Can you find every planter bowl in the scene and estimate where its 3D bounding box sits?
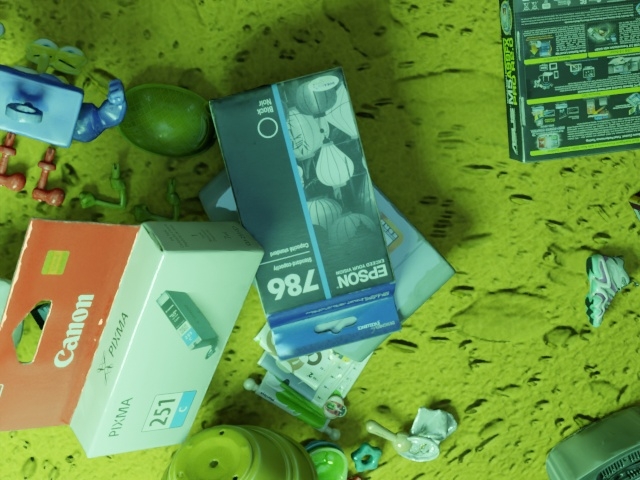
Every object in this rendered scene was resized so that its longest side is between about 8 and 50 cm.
[{"bbox_3d":[-0.117,0.291,1.295,0.217,0.217,0.090,-23,133,-4],"label":"planter bowl"}]

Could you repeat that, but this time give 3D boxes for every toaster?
[{"bbox_3d":[0.409,0.308,1.422,0.227,0.146,0.129,-28,104,-2],"label":"toaster"}]

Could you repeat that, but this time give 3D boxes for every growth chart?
[{"bbox_3d":[0.001,0.123,1.391,0.172,0.021,0.237,27,95,-11],"label":"growth chart"}]

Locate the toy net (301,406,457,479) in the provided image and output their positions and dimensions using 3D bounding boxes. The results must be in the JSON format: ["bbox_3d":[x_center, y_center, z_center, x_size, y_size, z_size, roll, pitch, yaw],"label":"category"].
[{"bbox_3d":[0.079,0.291,1.412,0.232,0.045,0.122,-12,116,-12],"label":"toy net"}]

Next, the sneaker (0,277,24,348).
[{"bbox_3d":[-0.408,0.132,1.290,0.080,0.094,0.212,14,107,-17],"label":"sneaker"}]

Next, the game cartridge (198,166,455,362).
[{"bbox_3d":[0.000,0.000,1.335,0.198,0.062,0.297,-44,96,-3],"label":"game cartridge"}]

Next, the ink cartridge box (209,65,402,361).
[{"bbox_3d":[-0.013,-0.026,1.275,0.165,0.065,0.333,-16,97,-3],"label":"ink cartridge box"}]

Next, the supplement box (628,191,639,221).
[{"bbox_3d":[0.518,-0.055,1.405,0.188,0.081,0.104,-32,103,-2],"label":"supplement box"}]

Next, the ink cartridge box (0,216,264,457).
[{"bbox_3d":[-0.228,0.115,1.202,0.261,0.066,0.296,0,124,-40],"label":"ink cartridge box"}]

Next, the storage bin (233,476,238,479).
[{"bbox_3d":[-0.096,0.369,1.393,0.091,0.098,0.135,-40,105,-28],"label":"storage bin"}]

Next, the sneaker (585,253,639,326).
[{"bbox_3d":[0.391,0.067,1.430,0.069,0.038,0.098,-2,101,-8],"label":"sneaker"}]

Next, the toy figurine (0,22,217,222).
[{"bbox_3d":[-0.299,-0.121,1.200,0.362,0.217,0.191,18,97,-11],"label":"toy figurine"}]

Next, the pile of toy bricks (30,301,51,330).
[{"bbox_3d":[-0.255,0.082,1.279,0.105,0.118,0.212,-16,110,34],"label":"pile of toy bricks"}]

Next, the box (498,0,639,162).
[{"bbox_3d":[0.369,-0.221,1.364,0.270,0.060,0.216,-8,102,-7],"label":"box"}]
